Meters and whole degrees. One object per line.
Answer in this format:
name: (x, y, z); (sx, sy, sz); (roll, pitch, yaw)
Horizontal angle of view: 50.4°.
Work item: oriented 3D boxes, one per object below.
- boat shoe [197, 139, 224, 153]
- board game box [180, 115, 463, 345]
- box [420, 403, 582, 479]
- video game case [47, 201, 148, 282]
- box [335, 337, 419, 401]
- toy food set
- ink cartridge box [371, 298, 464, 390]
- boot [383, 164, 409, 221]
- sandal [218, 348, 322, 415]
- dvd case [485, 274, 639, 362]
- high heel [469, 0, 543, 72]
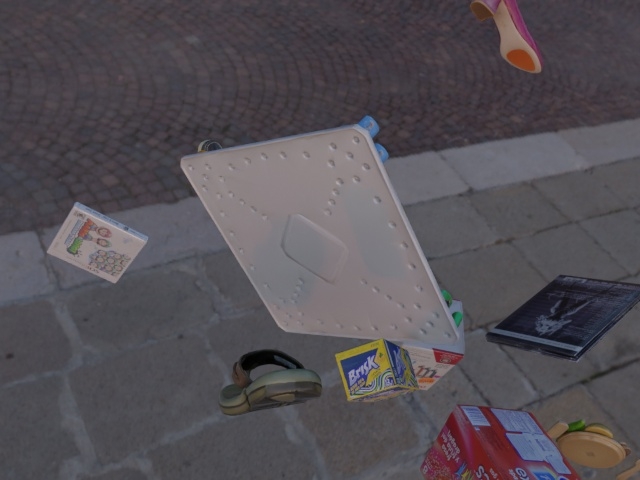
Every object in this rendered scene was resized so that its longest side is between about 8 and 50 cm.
boat shoe: (-0.197, -0.114, 1.471); (0.080, 0.224, 0.073); (-24, 12, -39)
board game box: (0.000, 0.000, 1.096); (0.389, 0.390, 0.050); (-3, 36, 41)
box: (0.241, 0.329, 0.808); (0.128, 0.123, 0.257); (11, 26, -24)
video game case: (-0.419, 0.008, 1.274); (0.143, 0.157, 0.019); (29, 42, -21)
box: (0.070, 0.153, 0.788); (0.059, 0.169, 0.054); (-20, 73, 11)
toy food set: (0.523, 0.392, 1.307); (0.191, 0.132, 0.039); (23, 52, 3)
ink cartridge box: (0.188, 0.200, 1.348); (0.128, 0.176, 0.128); (12, 54, -11)
boot: (0.142, -0.101, 1.770); (0.295, 0.104, 0.211); (49, 24, -19)
sandal: (-0.071, 0.193, 0.964); (0.120, 0.303, 0.086); (-5, 75, -22)
dvd case: (0.399, 0.119, 1.098); (0.221, 0.018, 0.164); (-29, 21, -32)
high heel: (0.398, -0.455, 1.401); (0.244, 0.082, 0.117); (34, 71, -27)
